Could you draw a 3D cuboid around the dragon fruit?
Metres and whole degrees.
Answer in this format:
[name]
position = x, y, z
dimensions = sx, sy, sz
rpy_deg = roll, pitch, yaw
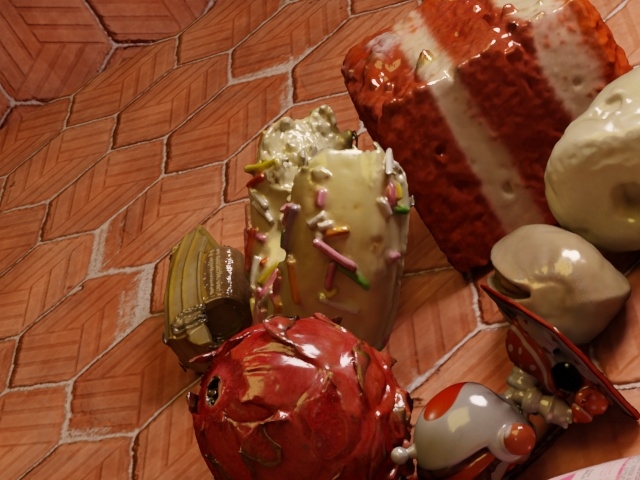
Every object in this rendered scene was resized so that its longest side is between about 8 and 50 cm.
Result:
[dragon fruit]
position = -0.015, 0.196, 1.987
dimensions = 0.252, 0.241, 0.241
rpy_deg = -7, 12, -30

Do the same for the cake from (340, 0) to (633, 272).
[cake]
position = 0.221, -0.173, 2.315
dimensions = 0.319, 0.270, 0.269
rpy_deg = -31, 26, 3

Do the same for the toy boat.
[toy boat]
position = -0.148, 0.076, 2.517
dimensions = 0.115, 0.089, 0.310
rpy_deg = -30, 26, 16

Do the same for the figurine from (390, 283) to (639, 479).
[figurine]
position = 0.174, 0.193, 1.903
dimensions = 0.226, 0.160, 0.183
rpy_deg = -47, 27, -5

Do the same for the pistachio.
[pistachio]
position = 0.260, 0.048, 2.061
dimensions = 0.152, 0.126, 0.223
rpy_deg = -1, 13, -20

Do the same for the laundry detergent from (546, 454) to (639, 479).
[laundry detergent]
position = 0.258, 0.273, 1.714
dimensions = 0.335, 0.088, 0.159
rpy_deg = -17, 31, 33

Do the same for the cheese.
[cheese]
position = 0.382, -0.081, 2.071
dimensions = 0.248, 0.174, 0.251
rpy_deg = -27, 32, -3

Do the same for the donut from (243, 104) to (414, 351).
[donut]
position = -0.002, 0.005, 2.245
dimensions = 0.150, 0.307, 0.371
rpy_deg = 0, 14, -13
